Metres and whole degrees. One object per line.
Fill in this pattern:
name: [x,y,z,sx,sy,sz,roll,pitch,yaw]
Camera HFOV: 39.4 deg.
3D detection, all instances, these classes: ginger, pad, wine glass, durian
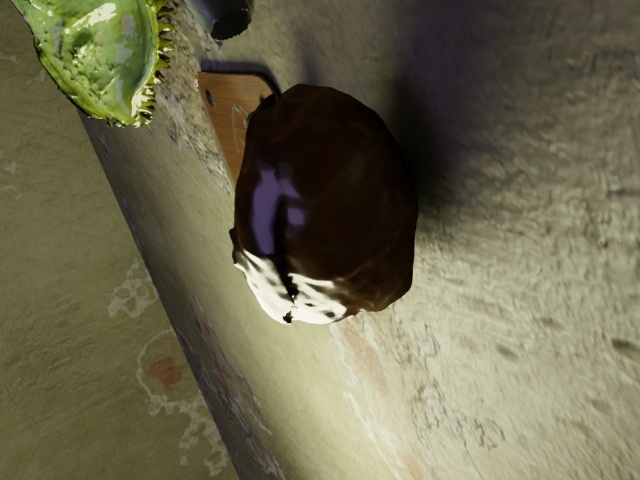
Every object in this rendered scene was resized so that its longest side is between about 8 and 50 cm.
ginger: [0.000,0.000,0.815,0.172,0.165,0.321,50,156,18]
pad: [-0.071,-0.083,1.150,0.286,0.018,0.284,22,134,62]
wine glass: [-0.143,-0.305,0.980,0.198,0.066,0.066,57,161,17]
durian: [-0.313,-0.328,1.200,0.163,0.198,0.394,30,144,58]

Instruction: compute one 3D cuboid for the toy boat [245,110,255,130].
toy boat: [-0.029,-0.063,0.964,0.089,0.071,0.185,41,150,52]
